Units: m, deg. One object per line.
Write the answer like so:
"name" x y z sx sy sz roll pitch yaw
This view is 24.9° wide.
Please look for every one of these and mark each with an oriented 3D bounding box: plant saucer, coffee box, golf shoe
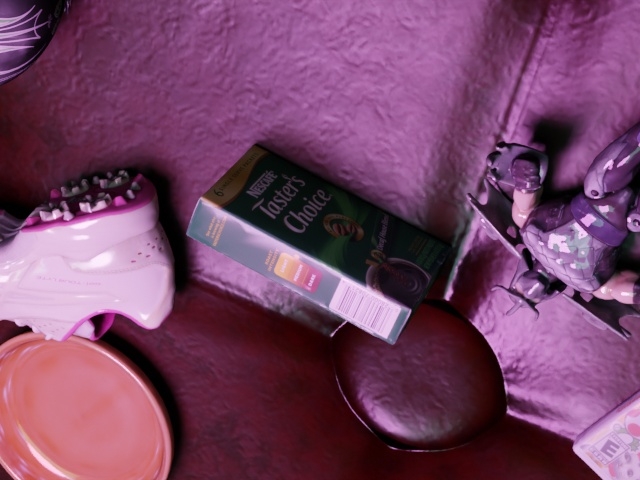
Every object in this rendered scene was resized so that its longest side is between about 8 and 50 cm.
"plant saucer" -0.223 0.165 1.343 0.200 0.037 0.200 9 117 17
"coffee box" 0.000 0.000 1.127 0.184 0.113 0.040 28 123 8
"golf shoe" -0.261 0.037 1.252 0.306 0.115 0.140 -10 114 27

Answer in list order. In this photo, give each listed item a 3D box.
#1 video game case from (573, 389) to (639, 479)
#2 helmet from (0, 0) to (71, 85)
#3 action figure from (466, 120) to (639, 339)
"video game case" 0.348 0.183 1.129 0.227 0.026 0.206 44 122 -3
"helmet" -0.289 -0.189 1.118 0.169 0.161 0.169 9 118 18
"action figure" 0.215 -0.031 1.036 0.185 0.099 0.285 35 127 -8
